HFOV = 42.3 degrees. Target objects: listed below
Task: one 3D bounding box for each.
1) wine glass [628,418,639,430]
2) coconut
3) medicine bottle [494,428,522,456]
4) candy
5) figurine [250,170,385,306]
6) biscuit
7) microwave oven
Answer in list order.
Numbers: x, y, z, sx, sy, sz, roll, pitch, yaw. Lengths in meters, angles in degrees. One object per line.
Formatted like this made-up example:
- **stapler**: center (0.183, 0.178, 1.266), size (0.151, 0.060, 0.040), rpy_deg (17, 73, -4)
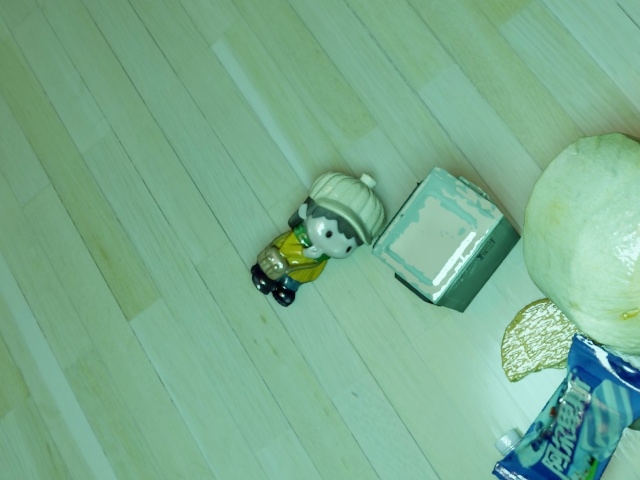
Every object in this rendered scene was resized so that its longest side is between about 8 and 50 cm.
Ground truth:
- **wine glass**: center (0.593, 0.304, 1.567), size (0.231, 0.103, 0.103), rpy_deg (21, 89, 24)
- **coconut**: center (0.557, -0.006, 1.490), size (0.344, 0.415, 0.415), rpy_deg (-7, 79, -2)
- **medicine bottle**: center (0.400, 0.433, 1.631), size (0.055, 0.074, 0.118), rpy_deg (-44, 70, 9)
- **candy**: center (0.470, 0.356, 1.539), size (0.187, 0.077, 0.331), rpy_deg (33, 104, 19)
- **figurine**: center (-0.010, -0.016, 1.807), size (0.332, 0.185, 0.204), rpy_deg (-33, 42, 31)
- **biscuit**: center (0.459, 0.191, 1.668), size (0.224, 0.033, 0.144), rpy_deg (-27, 73, 13)
- **microwave oven**: center (0.248, 0.002, 1.633), size (0.181, 0.295, 0.237), rpy_deg (40, 96, 20)
